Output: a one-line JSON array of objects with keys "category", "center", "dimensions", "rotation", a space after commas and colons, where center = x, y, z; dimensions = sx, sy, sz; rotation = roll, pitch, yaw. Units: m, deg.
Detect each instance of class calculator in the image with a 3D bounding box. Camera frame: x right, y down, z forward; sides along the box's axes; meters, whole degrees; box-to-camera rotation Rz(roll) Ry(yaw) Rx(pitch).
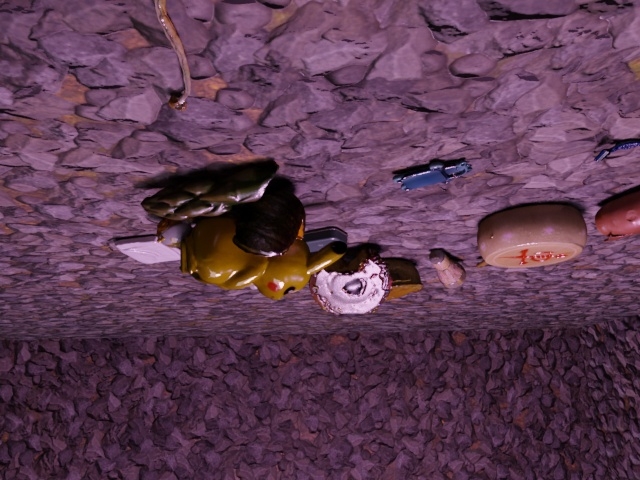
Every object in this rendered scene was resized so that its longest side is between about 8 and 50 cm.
[{"category": "calculator", "center": [0.210, -0.123, 1.049], "dimensions": [0.141, 0.019, 0.094], "rotation": [-12, 161, 24]}]

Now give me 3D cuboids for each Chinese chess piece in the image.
[{"category": "Chinese chess piece", "center": [0.508, -0.006, 1.351], "dimensions": [0.251, 0.097, 0.251], "rotation": [-2, 163, -1]}]

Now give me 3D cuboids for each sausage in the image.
[{"category": "sausage", "center": [0.737, -0.093, 1.111], "dimensions": [0.094, 0.094, 0.419], "rotation": [-38, -177, -31]}]

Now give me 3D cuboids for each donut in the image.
[{"category": "donut", "center": [0.184, 0.126, 1.745], "dimensions": [0.272, 0.107, 0.272], "rotation": [-7, 165, -2]}, {"category": "donut", "center": [0.086, 0.110, 1.565], "dimensions": [0.231, 0.096, 0.216], "rotation": [-20, 123, 12]}]

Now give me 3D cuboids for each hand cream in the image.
[{"category": "hand cream", "center": [0.369, 0.079, 1.657], "dimensions": [0.084, 0.083, 0.203], "rotation": [-11, 157, 24]}]

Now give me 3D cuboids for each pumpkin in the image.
[{"category": "pumpkin", "center": [-0.089, -0.046, 1.069], "dimensions": [0.119, 0.107, 0.183], "rotation": [22, -157, 6]}]

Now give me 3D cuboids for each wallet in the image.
[{"category": "wallet", "center": [-0.431, 0.028, 1.426], "dimensions": [0.124, 0.031, 0.183], "rotation": [-8, 162, 8]}]

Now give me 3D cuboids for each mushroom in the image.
[{"category": "mushroom", "center": [-0.169, -0.228, 0.643], "dimensions": [0.026, 0.028, 0.286], "rotation": [40, 160, 4]}]

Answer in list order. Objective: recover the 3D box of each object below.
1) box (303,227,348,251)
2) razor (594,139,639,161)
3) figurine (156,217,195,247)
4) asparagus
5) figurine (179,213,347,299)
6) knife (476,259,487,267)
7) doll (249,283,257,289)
[{"category": "box", "center": [0.000, 0.000, 1.400], "dimensions": [0.126, 0.031, 0.091], "rotation": [-9, 162, 25]}, {"category": "razor", "center": [0.557, -0.160, 0.963], "dimensions": [0.155, 0.028, 0.044], "rotation": [-3, 163, 6]}, {"category": "figurine", "center": [-0.297, -0.015, 1.244], "dimensions": [0.101, 0.068, 0.143], "rotation": [-28, 155, 20]}, {"category": "asparagus", "center": [-0.205, -0.080, 1.023], "dimensions": [0.288, 0.080, 0.080], "rotation": [-7, 163, 15]}, {"category": "figurine", "center": [-0.139, 0.034, 1.215], "dimensions": [0.327, 0.169, 0.218], "rotation": [14, 175, -20]}, {"category": "knife", "center": [0.529, 0.032, 1.608], "dimensions": [0.046, 0.022, 0.256], "rotation": [8, 157, -14]}, {"category": "doll", "center": [-0.151, 0.077, 1.544], "dimensions": [0.117, 0.086, 0.291], "rotation": [-28, 177, -27]}]
